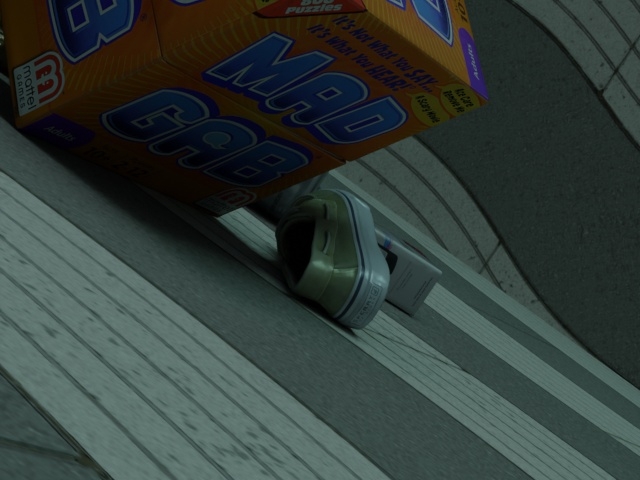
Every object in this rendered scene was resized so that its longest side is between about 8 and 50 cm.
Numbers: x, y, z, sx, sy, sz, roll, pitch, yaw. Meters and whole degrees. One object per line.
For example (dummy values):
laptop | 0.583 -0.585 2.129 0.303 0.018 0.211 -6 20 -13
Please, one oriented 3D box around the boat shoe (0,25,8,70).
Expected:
boat shoe | -0.383 -0.228 1.864 0.135 0.050 0.045 34 30 8

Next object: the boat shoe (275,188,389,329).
boat shoe | 0.000 0.000 1.757 0.094 0.109 0.302 30 9 -19

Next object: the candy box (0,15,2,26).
candy box | -0.346 -0.261 1.935 0.196 0.070 0.165 35 -16 6

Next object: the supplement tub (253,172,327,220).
supplement tub | -0.120 -0.182 2.182 0.316 0.193 0.193 33 5 2

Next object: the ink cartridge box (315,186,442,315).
ink cartridge box | 0.059 0.013 2.141 0.175 0.072 0.127 32 6 -16

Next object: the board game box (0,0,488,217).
board game box | -0.090 -0.284 1.679 0.356 0.356 0.356 25 48 -57
